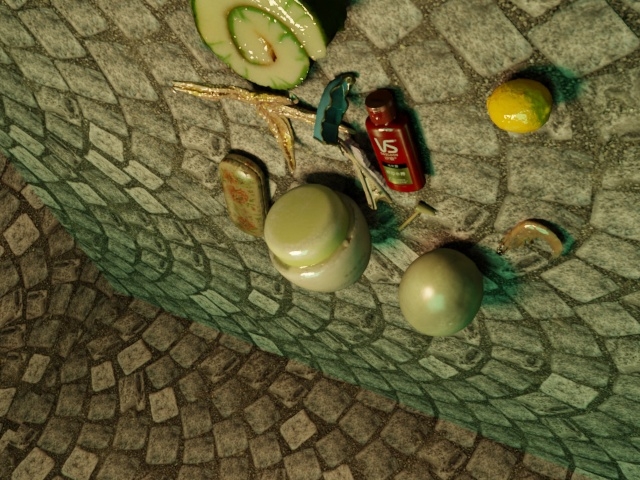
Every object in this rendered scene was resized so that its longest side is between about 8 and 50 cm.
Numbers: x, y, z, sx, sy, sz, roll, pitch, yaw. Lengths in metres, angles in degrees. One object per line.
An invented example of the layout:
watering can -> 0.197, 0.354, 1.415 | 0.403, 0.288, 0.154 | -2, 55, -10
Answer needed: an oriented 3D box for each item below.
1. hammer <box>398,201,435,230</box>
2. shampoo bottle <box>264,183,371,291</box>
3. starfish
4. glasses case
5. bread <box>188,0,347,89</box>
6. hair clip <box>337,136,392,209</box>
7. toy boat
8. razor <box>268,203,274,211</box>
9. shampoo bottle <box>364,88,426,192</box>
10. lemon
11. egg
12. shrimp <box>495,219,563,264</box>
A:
hammer -> 0.287, -0.064, 2.049 | 0.060, 0.028, 0.195 | 25, 157, -6
shampoo bottle -> 0.000, 0.000, 2.100 | 0.322, 0.322, 0.317 | 8, 155, 36
starfish -> -0.142, -0.341, 1.831 | 0.384, 0.132, 0.398 | 12, 161, 38
glasses case -> -0.261, -0.149, 2.336 | 0.157, 0.098, 0.425 | 27, 154, 15
bread -> -0.114, -0.514, 1.534 | 0.382, 0.129, 0.366 | 14, 152, 25
hair clip -> 0.117, -0.199, 1.881 | 0.292, 0.084, 0.106 | 51, 176, -41
toy boat -> 0.041, -0.329, 1.686 | 0.077, 0.185, 0.075 | 19, -170, 38
razor -> -0.113, -0.091, 2.344 | 0.148, 0.054, 0.090 | 5, 141, 38
shampoo bottle -> 0.191, -0.252, 1.749 | 0.118, 0.076, 0.314 | 15, 150, 32
lemon -> 0.423, -0.288, 1.429 | 0.155, 0.114, 0.114 | 19, 154, 44
egg -> 0.376, 0.165, 2.099 | 0.258, 0.258, 0.352 | 22, 149, 14
shrimp -> 0.586, 0.015, 1.870 | 0.152, 0.046, 0.219 | 36, 152, -6
